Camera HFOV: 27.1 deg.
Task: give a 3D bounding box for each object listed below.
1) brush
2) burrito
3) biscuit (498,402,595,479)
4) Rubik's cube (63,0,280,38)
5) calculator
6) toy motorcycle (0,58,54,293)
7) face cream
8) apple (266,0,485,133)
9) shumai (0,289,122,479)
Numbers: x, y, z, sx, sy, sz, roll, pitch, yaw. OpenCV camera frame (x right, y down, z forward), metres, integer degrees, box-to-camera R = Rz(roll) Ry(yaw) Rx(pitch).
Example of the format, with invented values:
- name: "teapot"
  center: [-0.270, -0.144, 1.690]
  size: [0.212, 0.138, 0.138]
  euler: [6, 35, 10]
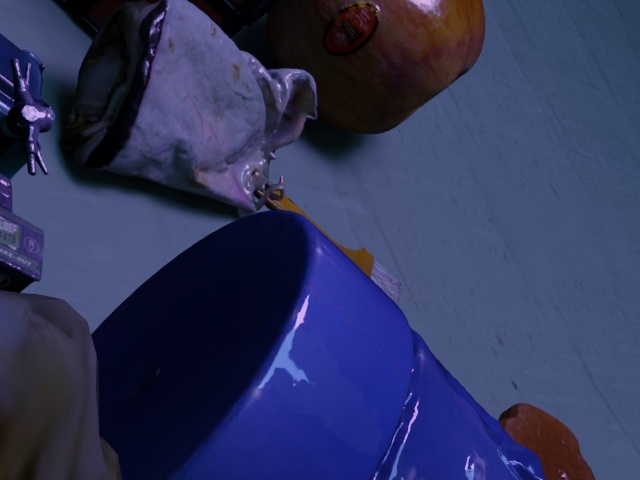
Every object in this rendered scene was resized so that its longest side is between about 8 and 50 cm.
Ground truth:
- name: "brush"
  center: [0.000, 0.000, 1.187]
  size: [0.205, 0.011, 0.083]
  euler: [43, 30, -19]
- name: "burrito"
  center: [-0.096, -0.100, 1.053]
  size: [0.089, 0.144, 0.229]
  euler: [20, -1, 34]
- name: "biscuit"
  center: [0.194, 0.269, 1.141]
  size: [0.186, 0.044, 0.295]
  euler: [36, 35, -21]
- name: "Rubik's cube"
  center: [-0.112, -0.352, 1.116]
  size: [0.293, 0.283, 0.288]
  euler: [45, 30, -23]
- name: "calculator"
  center: [-0.224, -0.117, 0.926]
  size: [0.094, 0.019, 0.141]
  euler: [39, 15, -27]
- name: "toy motorcycle"
  center: [-0.204, -0.027, 0.800]
  size: [0.058, 0.100, 0.173]
  euler: [33, 35, -35]
- name: "face cream"
  center: [-0.023, 0.144, 0.727]
  size: [0.225, 0.249, 0.249]
  euler: [44, 29, -22]
- name: "apple"
  center: [0.055, -0.211, 1.295]
  size: [0.188, 0.211, 0.211]
  euler: [48, 28, -3]
- name: "shumai"
  center: [-0.210, 0.125, 0.362]
  size: [0.395, 0.348, 0.395]
  euler: [41, 25, -24]
